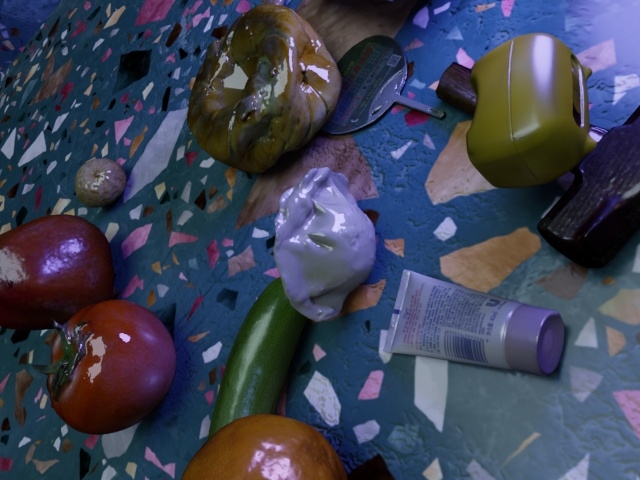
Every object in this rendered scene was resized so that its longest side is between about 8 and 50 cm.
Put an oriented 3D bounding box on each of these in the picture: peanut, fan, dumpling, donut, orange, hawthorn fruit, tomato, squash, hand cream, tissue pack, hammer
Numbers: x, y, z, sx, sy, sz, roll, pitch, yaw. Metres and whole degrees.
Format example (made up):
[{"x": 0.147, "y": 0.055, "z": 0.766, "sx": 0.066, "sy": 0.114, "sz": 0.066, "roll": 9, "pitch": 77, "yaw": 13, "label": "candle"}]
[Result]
[{"x": -0.604, "y": -0.159, "z": 1.320, "sx": 0.159, "sy": 0.109, "sz": 0.140, "roll": -17, "pitch": 76, "yaw": 34, "label": "peanut"}, {"x": 0.113, "y": -0.314, "z": 0.942, "sx": 0.295, "sy": 0.012, "sz": 0.223, "roll": -1, "pitch": 70, "yaw": 35, "label": "fan"}, {"x": 0.000, "y": 0.000, "z": 0.775, "sx": 0.147, "sy": 0.193, "sz": 0.257, "roll": -4, "pitch": 72, "yaw": 39, "label": "dumpling"}, {"x": -0.124, "y": -0.311, "z": 1.006, "sx": 0.360, "sy": 0.170, "sz": 0.360, "roll": -17, "pitch": 63, "yaw": 37, "label": "donut"}, {"x": -0.078, "y": 0.367, "z": 0.641, "sx": 0.261, "sy": 0.261, "sz": 0.261, "roll": -14, "pitch": 64, "yaw": 30, "label": "orange"}, {"x": -0.653, "y": 0.085, "z": 1.150, "sx": 0.311, "sy": 0.294, "sz": 0.295, "roll": -29, "pitch": 43, "yaw": -31, "label": "hawthorn fruit"}, {"x": -0.410, "y": 0.243, "z": 0.945, "sx": 0.256, "sy": 0.224, "sz": 0.255, "roll": -13, "pitch": 68, "yaw": 34, "label": "tomato"}, {"x": -0.111, "y": 0.233, "z": 0.816, "sx": 0.107, "sy": 0.107, "sz": 0.394, "roll": 13, "pitch": 80, "yaw": 38, "label": "squash"}, {"x": 0.197, "y": 0.121, "z": 0.672, "sx": 0.248, "sy": 0.083, "sz": 0.133, "roll": 8, "pitch": 75, "yaw": 48, "label": "hand cream"}, {"x": 0.260, "y": -0.162, "z": 0.598, "sx": 0.127, "sy": 0.123, "sz": 0.178, "roll": -15, "pitch": 57, "yaw": 45, "label": "tissue pack"}, {"x": 0.306, "y": -0.166, "z": 0.696, "sx": 0.242, "sy": 0.095, "sz": 0.409, "roll": -50, "pitch": 49, "yaw": 9, "label": "hammer"}]

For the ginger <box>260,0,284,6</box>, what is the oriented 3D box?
[{"x": -0.121, "y": -0.537, "z": 1.172, "sx": 0.070, "sy": 0.051, "sz": 0.173, "roll": -7, "pitch": 66, "yaw": 37, "label": "ginger"}]
